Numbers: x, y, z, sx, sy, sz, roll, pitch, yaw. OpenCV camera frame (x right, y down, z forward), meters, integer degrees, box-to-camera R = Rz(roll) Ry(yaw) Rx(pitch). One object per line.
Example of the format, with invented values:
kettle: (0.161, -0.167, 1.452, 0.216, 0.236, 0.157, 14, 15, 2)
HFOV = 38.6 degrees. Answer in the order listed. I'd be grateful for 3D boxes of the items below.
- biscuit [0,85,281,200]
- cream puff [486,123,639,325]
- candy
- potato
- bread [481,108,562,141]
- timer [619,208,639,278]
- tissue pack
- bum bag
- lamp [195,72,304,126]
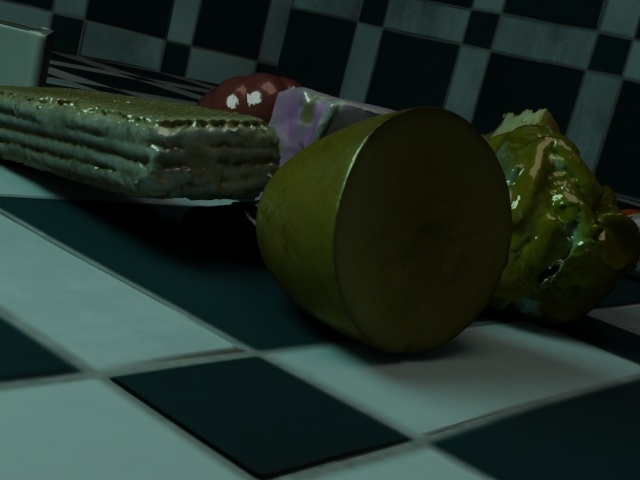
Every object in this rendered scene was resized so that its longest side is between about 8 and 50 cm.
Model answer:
biscuit: (-0.221, -0.105, 0.909, 0.144, 0.079, 0.426, -6, 14, -42)
cream puff: (0.221, -0.011, 0.908, 0.194, 0.195, 0.221, 12, 15, -12)
candy: (0.067, -0.080, 1.080, 0.265, 0.156, 0.116, 7, 10, -35)
potato: (0.030, -0.011, 0.704, 0.158, 0.178, 0.203, 5, 39, 48)
bread: (0.276, -0.063, 1.426, 0.183, 0.224, 0.211, 18, -25, 51)
timer: (0.454, 0.004, 1.325, 0.136, 0.099, 0.136, 21, -1, 0)
tissue pack: (-0.468, -0.246, 1.289, 0.159, 0.136, 0.246, 12, 11, -15)
bum bag: (0.000, 0.000, 0.842, 0.248, 0.060, 0.123, 15, 12, 14)
lamp: (-0.081, -0.134, 1.192, 0.182, 0.140, 0.182, -8, -27, -4)
